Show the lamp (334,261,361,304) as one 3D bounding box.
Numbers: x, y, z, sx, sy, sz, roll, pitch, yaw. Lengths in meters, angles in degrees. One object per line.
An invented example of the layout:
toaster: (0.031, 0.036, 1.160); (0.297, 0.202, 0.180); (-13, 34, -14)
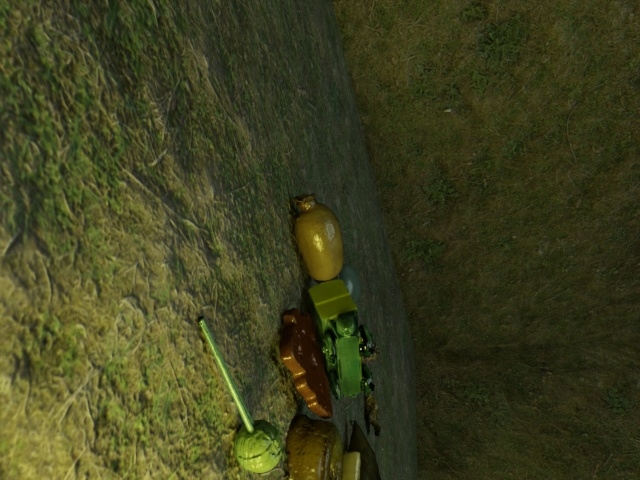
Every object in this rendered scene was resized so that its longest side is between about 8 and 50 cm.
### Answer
lamp: (0.096, 0.176, 1.802); (0.246, 0.107, 0.180); (56, 35, -60)

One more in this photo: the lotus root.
lotus root: (0.001, 0.001, 1.486); (0.146, 0.130, 0.304); (-67, 147, -63)

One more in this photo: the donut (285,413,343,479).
donut: (-0.004, 0.585, 1.262); (0.272, 0.107, 0.272); (-5, 90, -73)

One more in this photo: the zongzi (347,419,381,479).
zongzi: (0.113, 0.740, 1.618); (0.260, 0.122, 0.289); (37, 38, -66)

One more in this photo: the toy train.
toy train: (0.063, 0.323, 1.514); (0.237, 0.150, 0.369); (-118, -163, -46)

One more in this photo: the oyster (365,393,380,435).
oyster: (0.221, 0.736, 2.107); (0.105, 0.056, 0.177); (-66, 148, -83)

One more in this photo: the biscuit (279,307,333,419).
biscuit: (-0.036, 0.328, 1.302); (0.284, 0.043, 0.307); (-32, 103, -78)

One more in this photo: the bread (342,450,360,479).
bread: (0.049, 0.681, 1.374); (0.060, 0.139, 0.178); (37, 41, -34)

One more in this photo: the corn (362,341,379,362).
corn: (0.172, 0.452, 2.000); (0.280, 0.092, 0.092); (21, 63, -68)

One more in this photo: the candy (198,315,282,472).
candy: (-0.156, 0.287, 0.924); (0.093, 0.092, 0.336); (-29, 108, -34)
